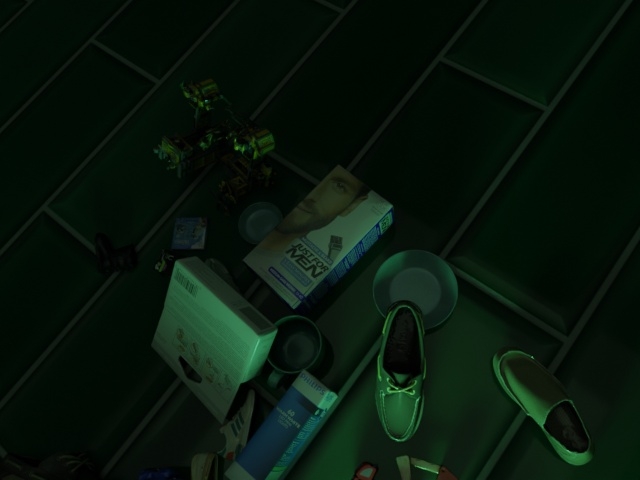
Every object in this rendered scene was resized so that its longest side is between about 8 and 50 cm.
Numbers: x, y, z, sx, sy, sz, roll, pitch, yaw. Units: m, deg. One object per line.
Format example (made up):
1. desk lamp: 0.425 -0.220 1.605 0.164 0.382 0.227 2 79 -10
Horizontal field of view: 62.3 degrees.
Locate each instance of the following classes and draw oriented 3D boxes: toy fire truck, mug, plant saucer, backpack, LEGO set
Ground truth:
1. toy fire truck: 0.172 0.497 1.094 0.192 0.047 0.135 26 75 19
2. mug: -0.065 0.250 1.204 0.158 0.097 0.129 -29 68 -1
3. plant saucer: 0.221 0.118 1.238 0.195 0.037 0.194 -3 69 9
4. backpack: -0.337 0.544 1.138 0.120 0.098 0.101 -2 65 10
5. LEGO set: -0.287 -0.234 1.345 0.192 0.255 0.331 -34 77 -34
6. plant saucer: -0.153 -0.042 1.374 0.120 0.021 0.119 -3 68 8

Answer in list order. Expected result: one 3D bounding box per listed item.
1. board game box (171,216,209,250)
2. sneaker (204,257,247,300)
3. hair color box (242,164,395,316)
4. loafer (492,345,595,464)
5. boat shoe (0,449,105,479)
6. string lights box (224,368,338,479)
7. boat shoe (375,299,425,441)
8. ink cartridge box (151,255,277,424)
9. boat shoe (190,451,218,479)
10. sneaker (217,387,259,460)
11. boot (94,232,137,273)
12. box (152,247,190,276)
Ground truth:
1. board game box: -0.343 -0.017 1.399 0.090 0.020 0.090 -1 70 9
2. sneaker: -0.240 0.160 1.288 0.095 0.090 0.235 -38 68 18
3. hair color box: 0.000 0.000 1.287 0.185 0.110 0.339 40 79 22
4. loafer: 0.464 0.328 1.084 0.102 0.092 0.268 -36 67 -5
5. boat shoe: -0.574 0.531 1.167 0.356 0.132 0.130 0 69 9
6. string lights box: -0.074 0.409 1.125 0.077 0.133 0.259 34 78 21
7. boat shoe: 0.171 0.279 1.135 0.109 0.091 0.304 3 81 12
8. ink cartridge box: -0.255 0.223 1.217 0.296 0.066 0.261 37 117 28
9. boat shoe: -0.243 0.545 1.140 0.059 0.063 0.170 -13 67 11
10. sneaker: -0.187 0.410 1.185 0.075 0.057 0.161 9 74 7
11. boot: -0.542 0.029 1.403 0.099 0.045 0.121 -13 75 7
12. box: -0.372 0.065 1.354 0.083 0.052 0.062 17 74 15
